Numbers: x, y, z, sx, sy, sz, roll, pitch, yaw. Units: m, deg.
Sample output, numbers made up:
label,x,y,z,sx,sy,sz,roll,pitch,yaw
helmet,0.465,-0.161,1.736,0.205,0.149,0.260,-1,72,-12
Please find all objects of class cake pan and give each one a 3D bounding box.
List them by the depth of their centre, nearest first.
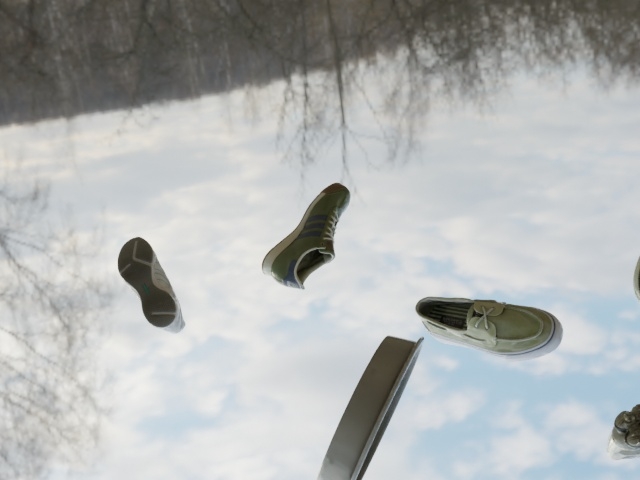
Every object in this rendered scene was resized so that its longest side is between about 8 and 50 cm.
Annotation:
label,x,y,z,sx,sy,sz,roll,pitch,yaw
cake pan,0.071,0.267,1.265,0.054,0.293,0.293,24,-155,12

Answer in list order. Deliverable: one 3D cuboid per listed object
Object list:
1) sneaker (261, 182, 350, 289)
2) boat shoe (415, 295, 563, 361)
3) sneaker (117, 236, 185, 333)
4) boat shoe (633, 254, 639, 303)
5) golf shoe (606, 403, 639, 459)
label,x,y,z,sx,sy,sz,roll,pitch,yaw
sneaker,0.000,0.000,1.333,0.086,0.064,0.192,33,-105,37
boat shoe,0.315,0.165,1.638,0.302,0.109,0.094,-1,154,42
sneaker,-0.225,0.063,1.128,0.053,0.061,0.152,-29,-118,-1
boat shoe,0.515,-0.025,0.962,0.340,0.127,0.113,-29,-179,-4
golf shoe,0.460,0.254,1.136,0.176,0.086,0.069,-3,-131,-15
